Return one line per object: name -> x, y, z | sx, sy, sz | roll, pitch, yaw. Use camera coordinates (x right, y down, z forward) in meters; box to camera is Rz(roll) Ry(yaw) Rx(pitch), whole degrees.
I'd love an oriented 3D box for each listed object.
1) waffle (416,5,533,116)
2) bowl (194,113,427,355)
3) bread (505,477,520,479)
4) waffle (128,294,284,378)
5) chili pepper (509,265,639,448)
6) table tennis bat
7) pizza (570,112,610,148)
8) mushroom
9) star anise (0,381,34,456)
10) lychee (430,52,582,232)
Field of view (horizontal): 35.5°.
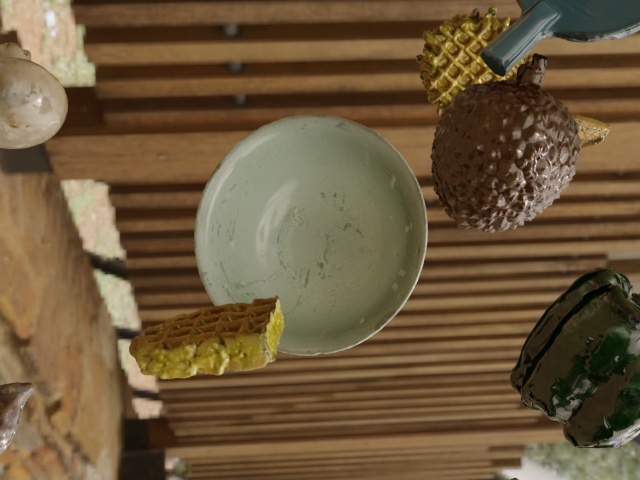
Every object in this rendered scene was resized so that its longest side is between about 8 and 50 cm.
waffle -> 0.262, -0.290, 1.676 | 0.070, 0.193, 0.197 | -85, 158, -59
bowl -> 0.000, 0.000, 1.859 | 0.196, 0.435, 0.434 | 32, 54, -73
bread -> 0.070, 0.238, 0.422 | 0.149, 0.274, 0.274 | 57, 29, -74
waffle -> -0.162, 0.140, 1.379 | 0.160, 0.211, 0.055 | -79, 159, -75
chili pepper -> 0.337, 0.107, 1.100 | 0.261, 0.165, 0.174 | -49, 175, 13
table tennis bat -> 0.332, -0.332, 1.288 | 0.215, 0.329, 0.044 | 42, -11, 18
pizza -> 0.464, -0.244, 2.075 | 0.188, 0.204, 0.080 | -19, -120, 63
mushroom -> -0.566, -0.273, 1.828 | 0.204, 0.204, 0.204 | 178, -90, -87
star anise -> -0.491, 0.282, 1.340 | 0.198, 0.111, 0.257 | -66, 171, 24
lychee -> 0.234, -0.120, 1.257 | 0.200, 0.200, 0.238 | -101, -149, -69
